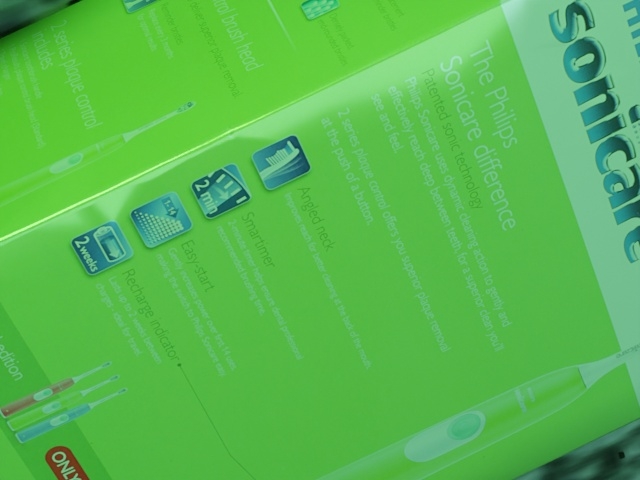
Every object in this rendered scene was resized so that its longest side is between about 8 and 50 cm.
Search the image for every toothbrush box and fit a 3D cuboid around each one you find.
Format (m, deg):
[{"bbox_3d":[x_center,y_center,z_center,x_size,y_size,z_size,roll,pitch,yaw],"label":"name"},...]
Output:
[{"bbox_3d":[0.000,0.000,0.710,0.283,0.122,0.206,-25,129,1],"label":"toothbrush box"}]
